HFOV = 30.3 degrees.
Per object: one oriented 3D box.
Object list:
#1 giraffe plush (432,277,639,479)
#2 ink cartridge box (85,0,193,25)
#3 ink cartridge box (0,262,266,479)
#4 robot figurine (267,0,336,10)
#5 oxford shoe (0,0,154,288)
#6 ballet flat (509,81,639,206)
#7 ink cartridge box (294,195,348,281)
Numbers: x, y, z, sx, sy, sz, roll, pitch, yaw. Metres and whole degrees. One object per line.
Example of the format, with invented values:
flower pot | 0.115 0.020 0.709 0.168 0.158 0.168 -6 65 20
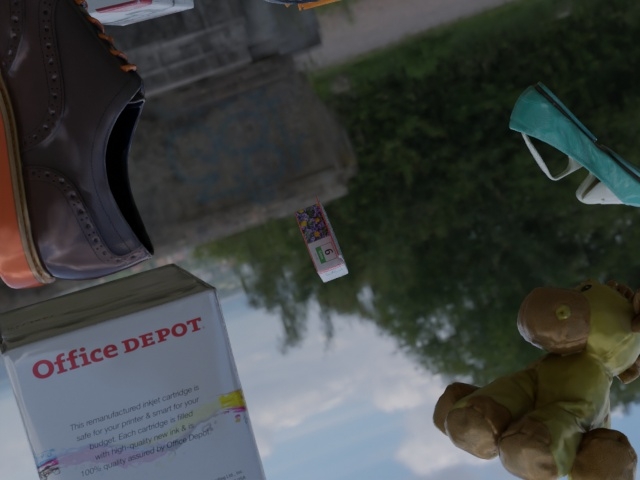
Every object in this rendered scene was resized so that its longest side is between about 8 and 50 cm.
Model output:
giraffe plush | 0.217 0.112 1.010 0.210 0.170 0.181 14 -176 -40
ink cartridge box | -0.235 -0.302 1.427 0.109 0.063 0.150 -9 -175 21
ink cartridge box | -0.180 0.184 1.142 0.198 0.270 0.197 -16 -169 -15
robot figurine | 0.066 -0.273 0.910 0.291 0.211 0.085 -19 145 11
oxford shoe | -0.152 -0.110 0.704 0.098 0.271 0.097 -6 -174 6
ballet flat | 0.344 -0.101 1.538 0.087 0.247 0.083 -50 -174 15
ink cartridge box | 0.000 0.000 1.117 0.029 0.062 0.115 -21 170 2
